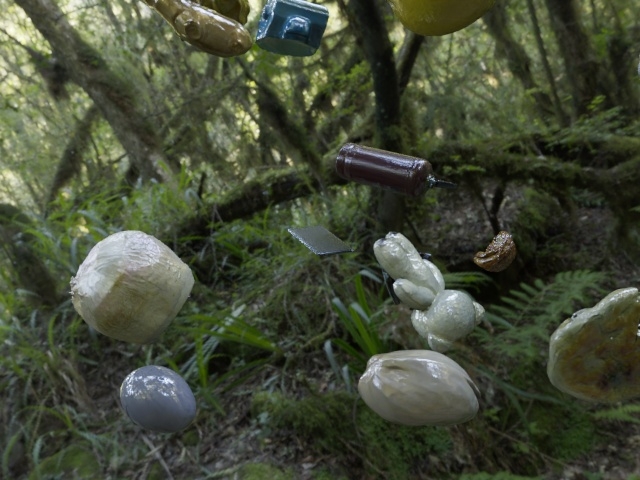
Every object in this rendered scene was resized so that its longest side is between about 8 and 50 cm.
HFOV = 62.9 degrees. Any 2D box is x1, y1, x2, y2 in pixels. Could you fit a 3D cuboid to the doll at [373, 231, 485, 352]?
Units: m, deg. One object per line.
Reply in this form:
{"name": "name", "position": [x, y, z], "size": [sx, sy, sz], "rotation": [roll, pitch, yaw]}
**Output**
{"name": "doll", "position": [0.214, 0.106, 1.150], "size": [0.175, 0.278, 0.149], "rotation": [-32, -8, -28]}

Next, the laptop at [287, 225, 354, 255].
{"name": "laptop", "position": [0.000, 0.000, 1.536], "size": [0.129, 0.016, 0.180], "rotation": [-7, 27, -33]}

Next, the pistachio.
{"name": "pistachio", "position": [0.266, 0.400, 1.395], "size": [0.332, 0.226, 0.208], "rotation": [6, 25, 0]}

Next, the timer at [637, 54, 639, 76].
{"name": "timer", "position": [0.915, -0.512, 1.266], "size": [0.291, 0.291, 0.315], "rotation": [-31, -25, -55]}

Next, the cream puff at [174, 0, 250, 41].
{"name": "cream puff", "position": [-0.341, -0.671, 1.564], "size": [0.282, 0.185, 0.282], "rotation": [-3, 32, 2]}

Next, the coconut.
{"name": "coconut", "position": [-0.509, 0.117, 1.391], "size": [0.297, 0.254, 0.297], "rotation": [-39, 25, 23]}

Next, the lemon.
{"name": "lemon", "position": [0.319, -0.653, 1.329], "size": [0.320, 0.245, 0.245], "rotation": [-9, 5, 8]}

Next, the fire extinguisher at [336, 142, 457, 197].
{"name": "fire extinguisher", "position": [0.218, -0.198, 1.523], "size": [0.337, 0.114, 0.135], "rotation": [20, 17, 32]}

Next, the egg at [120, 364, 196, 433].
{"name": "egg", "position": [-0.395, 0.388, 1.279], "size": [0.146, 0.199, 0.146], "rotation": [-53, -19, -27]}

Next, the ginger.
{"name": "ginger", "position": [-0.351, -0.547, 1.158], "size": [0.348, 0.363, 0.122], "rotation": [11, -50, -47]}

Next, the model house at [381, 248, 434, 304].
{"name": "model house", "position": [0.255, 0.082, 1.515], "size": [0.152, 0.165, 0.106], "rotation": [-20, 47, 7]}

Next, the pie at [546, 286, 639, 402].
{"name": "pie", "position": [0.703, 0.269, 1.255], "size": [0.337, 0.337, 0.075], "rotation": [-27, 22, 6]}

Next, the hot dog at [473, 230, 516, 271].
{"name": "hot dog", "position": [0.399, 0.030, 1.184], "size": [0.099, 0.065, 0.147], "rotation": [-45, -24, 14]}

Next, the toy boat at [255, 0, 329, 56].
{"name": "toy boat", "position": [-0.036, -0.309, 0.712], "size": [0.088, 0.102, 0.215], "rotation": [11, 11, -11]}
